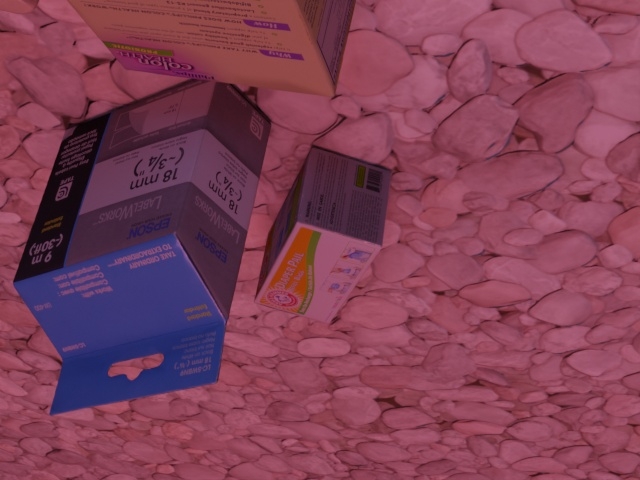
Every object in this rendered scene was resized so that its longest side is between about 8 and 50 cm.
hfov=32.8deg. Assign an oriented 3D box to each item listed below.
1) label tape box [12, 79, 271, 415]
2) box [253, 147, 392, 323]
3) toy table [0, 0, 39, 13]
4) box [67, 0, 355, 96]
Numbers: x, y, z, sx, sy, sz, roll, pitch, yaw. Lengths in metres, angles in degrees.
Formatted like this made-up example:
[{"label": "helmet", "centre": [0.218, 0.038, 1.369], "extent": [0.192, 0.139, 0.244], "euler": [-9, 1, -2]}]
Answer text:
[{"label": "label tape box", "centre": [-0.200, 0.001, 1.171], "extent": [0.241, 0.333, 0.106], "euler": [-15, 139, 31]}, {"label": "box", "centre": [0.000, 0.000, 1.319], "extent": [0.103, 0.114, 0.203], "euler": [16, 146, -10]}, {"label": "toy table", "centre": [-0.387, -0.263, 0.937], "extent": [0.274, 0.252, 0.161], "euler": [19, 163, -38]}, {"label": "box", "centre": [-0.097, -0.233, 0.917], "extent": [0.214, 0.117, 0.243], "euler": [9, 165, 14]}]
